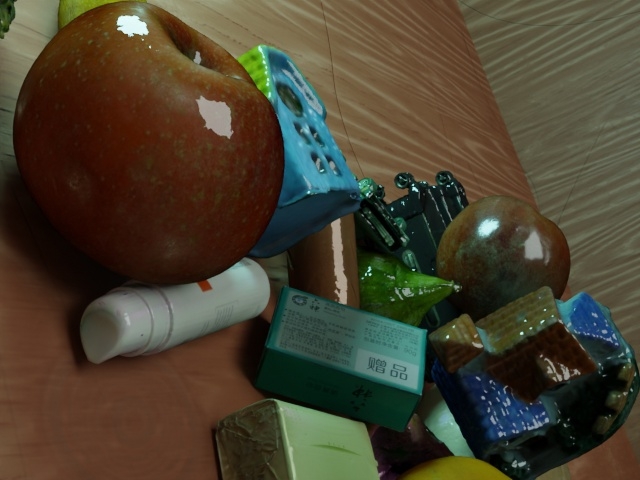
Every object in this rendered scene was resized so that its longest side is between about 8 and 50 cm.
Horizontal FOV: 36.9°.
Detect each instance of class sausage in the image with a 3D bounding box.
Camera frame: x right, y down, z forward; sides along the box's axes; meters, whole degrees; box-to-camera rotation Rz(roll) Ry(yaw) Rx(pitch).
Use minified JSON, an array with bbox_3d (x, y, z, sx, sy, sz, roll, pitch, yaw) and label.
[{"bbox_3d":[0.000,-0.001,1.621,0.121,0.121,0.304,10,73,-59],"label":"sausage"}]

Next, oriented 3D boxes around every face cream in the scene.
[{"bbox_3d":[-0.189,0.088,1.281,0.345,0.102,0.102,-11,77,-65],"label":"face cream"}]

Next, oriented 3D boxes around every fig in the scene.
[{"bbox_3d":[0.128,0.087,1.719,0.203,0.235,0.203,40,38,-42],"label":"fig"}]

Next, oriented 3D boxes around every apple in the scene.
[{"bbox_3d":[-0.205,-0.121,1.190,0.348,0.277,0.348,32,18,-12],"label":"apple"}]

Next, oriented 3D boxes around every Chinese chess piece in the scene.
[{"bbox_3d":[0.319,0.408,1.808,0.338,0.140,0.338,34,26,-20],"label":"Chinese chess piece"}]

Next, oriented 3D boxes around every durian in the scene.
[{"bbox_3d":[0.115,0.359,1.574,0.261,0.153,0.186,55,49,-24],"label":"durian"}]

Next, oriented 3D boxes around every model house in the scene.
[{"bbox_3d":[0.329,0.212,1.533,0.329,0.294,0.252,30,34,-55],"label":"model house"},{"bbox_3d":[-0.114,-0.136,1.477,0.303,0.237,0.215,65,24,7],"label":"model house"}]

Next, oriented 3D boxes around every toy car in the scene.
[{"bbox_3d":[0.061,-0.070,1.802,0.141,0.097,0.321,51,-1,-25],"label":"toy car"}]

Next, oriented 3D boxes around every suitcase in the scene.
[{"bbox_3d":[0.247,0.078,1.988,0.283,0.194,0.434,-10,76,-60],"label":"suitcase"}]

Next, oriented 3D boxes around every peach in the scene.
[{"bbox_3d":[0.336,0.050,1.774,0.252,0.252,0.252,43,33,-36],"label":"peach"}]

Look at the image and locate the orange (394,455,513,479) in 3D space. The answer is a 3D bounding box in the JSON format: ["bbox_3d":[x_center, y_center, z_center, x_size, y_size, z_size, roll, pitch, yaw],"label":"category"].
[{"bbox_3d":[0.206,0.481,1.428,0.312,0.312,0.312,43,33,-36],"label":"orange"}]

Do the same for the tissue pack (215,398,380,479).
[{"bbox_3d":[-0.023,0.326,1.340,0.234,0.125,0.159,29,42,-51],"label":"tissue pack"}]

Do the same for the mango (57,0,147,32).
[{"bbox_3d":[-0.308,-0.300,1.405,0.157,0.108,0.262,25,47,-58],"label":"mango"}]

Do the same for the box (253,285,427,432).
[{"bbox_3d":[0.034,0.180,1.476,0.244,0.092,0.153,18,38,-2],"label":"box"}]

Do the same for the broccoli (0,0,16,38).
[{"bbox_3d":[-0.458,-0.327,1.172,0.275,0.177,0.199,-47,148,-34],"label":"broccoli"}]
